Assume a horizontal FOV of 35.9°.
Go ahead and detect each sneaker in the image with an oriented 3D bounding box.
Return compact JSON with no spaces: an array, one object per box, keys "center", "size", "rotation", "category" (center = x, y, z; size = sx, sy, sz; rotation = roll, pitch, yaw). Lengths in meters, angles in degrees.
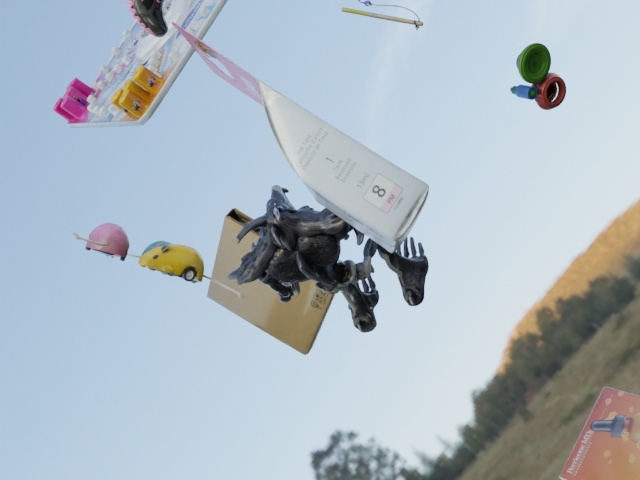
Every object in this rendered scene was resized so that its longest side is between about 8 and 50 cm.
[{"center":[-0.187,-0.284,1.083],"size":[0.057,0.119,0.047],"rotation":[-18,10,14],"category":"sneaker"}]

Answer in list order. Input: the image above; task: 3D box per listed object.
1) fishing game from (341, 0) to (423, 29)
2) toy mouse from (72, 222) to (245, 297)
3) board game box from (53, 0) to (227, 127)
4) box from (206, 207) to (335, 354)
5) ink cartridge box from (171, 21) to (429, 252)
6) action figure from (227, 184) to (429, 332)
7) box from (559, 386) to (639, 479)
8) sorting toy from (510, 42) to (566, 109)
[{"center":[0.099,-0.463,1.507],"size":[0.041,0.189,0.264],"rotation":[-57,-19,-58],"category":"fishing game"},{"center":[-0.166,0.010,0.929],"size":[0.161,0.143,0.031],"rotation":[20,-95,-31],"category":"toy mouse"},{"center":[-0.263,-0.356,1.590],"size":[0.050,0.390,0.390],"rotation":[36,-103,-28],"category":"board game box"},{"center":[-0.064,0.058,1.276],"size":[0.021,0.164,0.201],"rotation":[-55,-8,-34],"category":"box"},{"center":[-0.021,-0.075,0.817],"size":[0.066,0.232,0.189],"rotation":[-61,-5,-1],"category":"ink cartridge box"},{"center":[0.000,0.000,1.047],"size":[0.164,0.141,0.275],"rotation":[-35,-36,17],"category":"action figure"},{"center":[0.386,0.260,1.128],"size":[0.091,0.170,0.130],"rotation":[42,-109,-33],"category":"box"},{"center":[0.273,-0.208,1.272],"size":[0.061,0.042,0.102],"rotation":[-48,-58,-10],"category":"sorting toy"}]
